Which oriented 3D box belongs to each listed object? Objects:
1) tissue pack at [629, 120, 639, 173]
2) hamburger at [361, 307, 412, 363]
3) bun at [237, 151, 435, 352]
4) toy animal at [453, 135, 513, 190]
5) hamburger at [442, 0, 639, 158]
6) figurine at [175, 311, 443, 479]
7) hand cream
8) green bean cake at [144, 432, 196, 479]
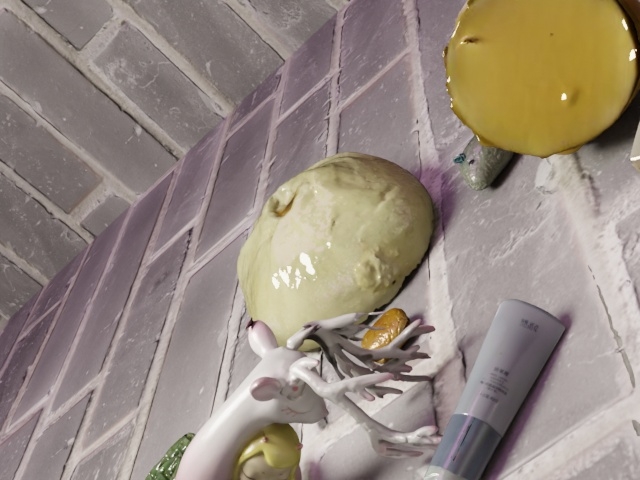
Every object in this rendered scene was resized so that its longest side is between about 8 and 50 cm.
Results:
[{"bbox_3d":[0.460,-0.134,1.076,0.234,0.125,0.159,-23,32,48],"label":"tissue pack"},{"bbox_3d":[0.094,0.135,1.455,0.083,0.044,0.076,-44,20,1],"label":"hamburger"},{"bbox_3d":[0.000,-0.004,1.686,0.364,0.202,0.364,-40,23,21],"label":"bun"},{"bbox_3d":[0.278,-0.171,1.625,0.079,0.070,0.253,-9,37,37],"label":"toy animal"},{"bbox_3d":[0.319,-0.256,1.424,0.276,0.276,0.237,-37,1,29],"label":"hamburger"},{"bbox_3d":[-0.006,0.216,1.281,0.206,0.284,0.316,-89,19,-48],"label":"figurine"},{"bbox_3d":[0.189,0.176,1.149,0.255,0.079,0.048,-57,-18,-25],"label":"hand cream"},{"bbox_3d":[-0.209,0.387,1.554,0.183,0.094,0.185,-53,15,-13],"label":"green bean cake"}]
